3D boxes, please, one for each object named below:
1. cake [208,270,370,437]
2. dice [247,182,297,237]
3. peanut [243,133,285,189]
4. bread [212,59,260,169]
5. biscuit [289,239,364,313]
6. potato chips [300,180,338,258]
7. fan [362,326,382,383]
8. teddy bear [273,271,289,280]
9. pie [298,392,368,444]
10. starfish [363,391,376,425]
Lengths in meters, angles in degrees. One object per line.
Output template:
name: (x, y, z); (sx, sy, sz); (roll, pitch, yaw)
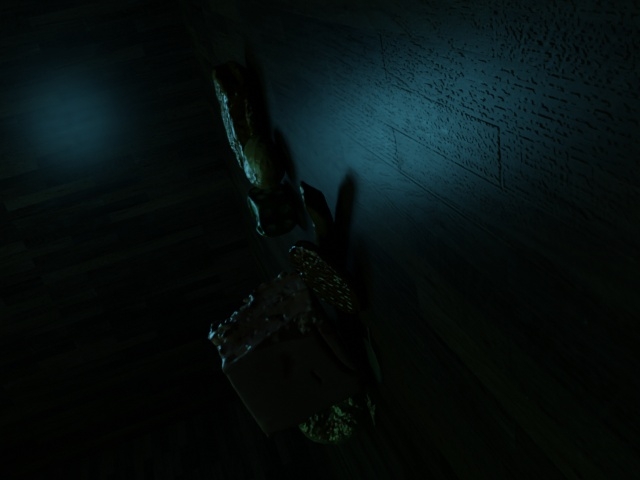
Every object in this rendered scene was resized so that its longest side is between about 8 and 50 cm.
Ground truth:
cake: (-0.099, 0.279, 1.492); (0.293, 0.314, 0.307); (60, 179, -25)
dice: (-0.144, -0.093, 1.740); (0.131, 0.120, 0.128); (-129, 25, -55)
peanut: (-0.162, -0.218, 1.648); (0.140, 0.109, 0.159); (84, 165, -51)
bread: (-0.231, -0.352, 1.778); (0.185, 0.109, 0.380); (57, 164, 37)
biscuit: (0.015, 0.082, 1.288); (0.212, 0.036, 0.212); (36, 156, 19)
potato chips: (0.000, 0.000, 1.315); (0.407, 0.080, 0.057); (88, 177, -60)
fan: (0.117, 0.258, 1.341); (0.113, 0.005, 0.175); (-120, 15, -48)
teddy bear: (-0.094, 0.232, 2.040); (0.129, 0.182, 0.251); (26, -150, -50)
pie: (0.020, 0.447, 1.615); (0.054, 0.241, 0.240); (16, -130, -68)
starfish: (0.136, 0.446, 1.537); (0.086, 0.016, 0.092); (154, 103, -80)
